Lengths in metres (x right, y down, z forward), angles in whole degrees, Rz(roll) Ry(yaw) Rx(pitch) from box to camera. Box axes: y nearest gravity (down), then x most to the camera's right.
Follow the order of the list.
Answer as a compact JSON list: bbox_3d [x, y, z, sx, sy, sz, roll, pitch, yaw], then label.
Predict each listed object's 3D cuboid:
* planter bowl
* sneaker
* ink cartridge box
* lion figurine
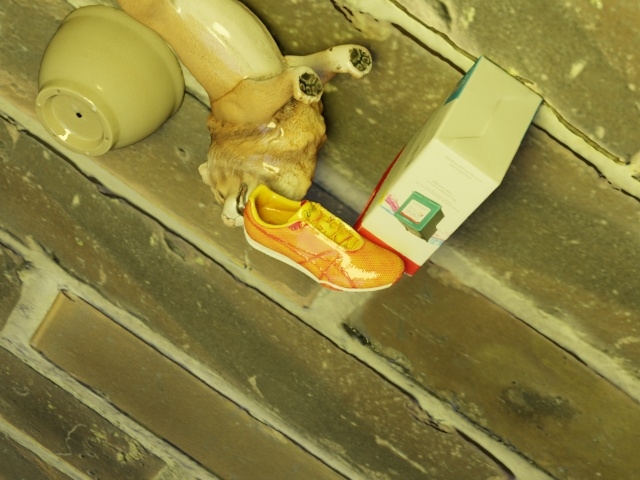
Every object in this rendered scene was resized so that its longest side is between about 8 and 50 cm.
[{"bbox_3d":[-0.246,-0.162,1.536,0.162,0.109,0.162,19,140,16],"label":"planter bowl"},{"bbox_3d":[0.000,0.000,1.371,0.175,0.064,0.067,21,137,13],"label":"sneaker"},{"bbox_3d":[0.113,-0.060,1.390,0.078,0.134,0.231,34,142,-4],"label":"ink cartridge box"},{"bbox_3d":[-0.107,-0.203,1.406,0.240,0.142,0.392,-18,107,53],"label":"lion figurine"}]
